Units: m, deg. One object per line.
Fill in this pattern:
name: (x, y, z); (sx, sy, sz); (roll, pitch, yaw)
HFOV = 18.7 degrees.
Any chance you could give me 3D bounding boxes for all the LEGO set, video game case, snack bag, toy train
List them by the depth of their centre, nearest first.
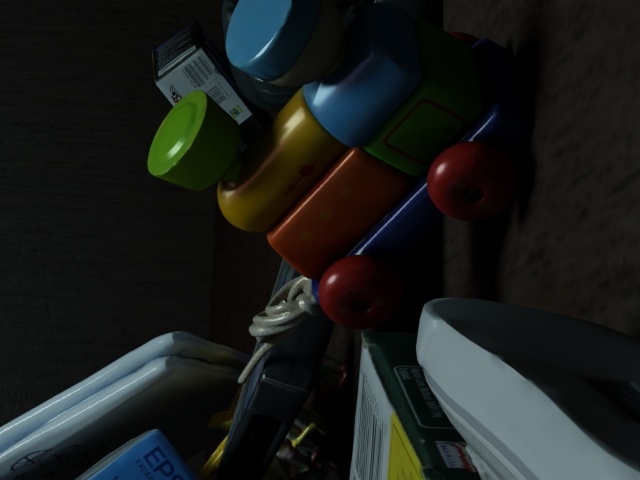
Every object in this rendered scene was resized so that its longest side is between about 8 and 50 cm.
toy train: (-0.025, -0.021, 0.960); (0.248, 0.143, 0.105); (-46, 31, 32)
video game case: (0.000, 0.000, 1.214); (0.248, 0.035, 0.275); (115, 173, -68)
LEGO set: (-0.003, 0.138, 1.384); (0.132, 0.107, 0.287); (-43, 24, 25)
snack bag: (-0.184, 0.176, 1.509); (0.037, 0.323, 0.342); (62, -170, 16)

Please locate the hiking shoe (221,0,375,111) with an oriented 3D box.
hiking shoe: (-0.007, -0.143, 1.429); (0.304, 0.113, 0.132); (-79, -11, -64)

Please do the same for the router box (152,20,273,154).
router box: (-0.053, -0.072, 1.434); (0.179, 0.046, 0.133); (52, -175, -15)

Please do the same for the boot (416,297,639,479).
boot: (0.077, 0.100, 0.610); (0.258, 0.095, 0.123); (-123, 43, -76)

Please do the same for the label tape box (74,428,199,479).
label tape box: (-0.089, 0.259, 1.327); (0.249, 0.115, 0.348); (53, 172, 1)

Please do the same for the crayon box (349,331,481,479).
crayon box: (0.053, 0.218, 0.821); (0.202, 0.081, 0.318); (-114, 28, -75)
